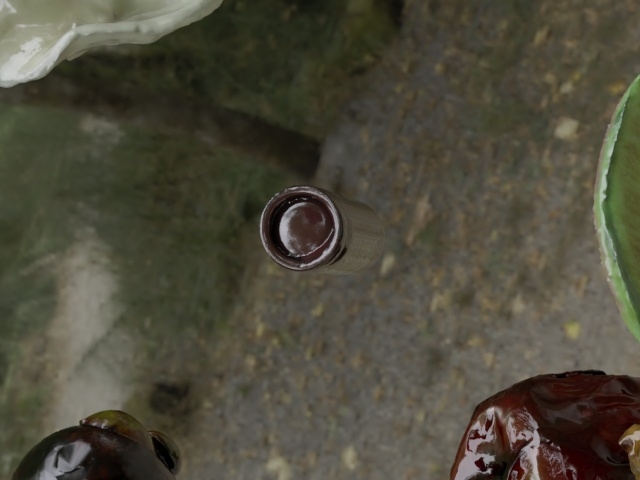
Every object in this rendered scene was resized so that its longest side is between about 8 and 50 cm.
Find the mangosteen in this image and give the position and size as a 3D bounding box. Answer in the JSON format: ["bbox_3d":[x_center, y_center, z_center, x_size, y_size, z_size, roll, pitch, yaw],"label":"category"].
[{"bbox_3d":[-0.241,0.283,1.558,0.210,0.209,0.210,-165,90,-71],"label":"mangosteen"}]

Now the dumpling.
[{"bbox_3d":[-0.146,-0.143,0.773,0.134,0.169,0.100,-56,5,-19],"label":"dumpling"}]

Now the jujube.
[{"bbox_3d":[0.337,0.265,1.624,0.258,0.376,0.258,176,90,-83],"label":"jujube"}]

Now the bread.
[{"bbox_3d":[0.337,-0.025,1.230,0.045,0.301,0.301,-10,66,53],"label":"bread"}]

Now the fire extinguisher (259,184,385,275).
[{"bbox_3d":[0.000,0.000,1.249,0.231,0.099,0.071,13,-125,-77],"label":"fire extinguisher"}]

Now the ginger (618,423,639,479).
[{"bbox_3d":[0.326,0.173,1.002,0.274,0.152,0.357,-47,14,50],"label":"ginger"}]
